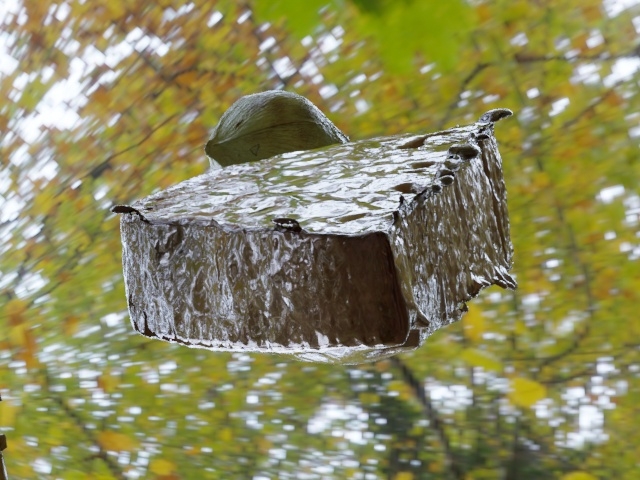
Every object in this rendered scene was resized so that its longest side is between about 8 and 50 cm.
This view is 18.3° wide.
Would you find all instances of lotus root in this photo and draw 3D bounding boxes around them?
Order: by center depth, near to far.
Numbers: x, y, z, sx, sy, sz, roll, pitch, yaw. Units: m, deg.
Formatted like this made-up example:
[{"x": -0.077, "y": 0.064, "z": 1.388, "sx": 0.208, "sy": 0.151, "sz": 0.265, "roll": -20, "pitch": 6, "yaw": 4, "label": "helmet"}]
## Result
[{"x": 0.000, "y": 0.000, "z": 0.860, "sx": 0.170, "sy": 0.261, "sz": 0.074, "roll": -3, "pitch": -80, "yaw": 22, "label": "lotus root"}]

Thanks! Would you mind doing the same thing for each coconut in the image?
[{"x": -0.029, "y": -0.051, "z": 1.228, "sx": 0.096, "sy": 0.088, "sz": 0.088, "roll": 7, "pitch": -97, "yaw": -34, "label": "coconut"}]

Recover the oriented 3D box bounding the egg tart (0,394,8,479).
[{"x": -0.287, "y": 0.160, "z": 1.064, "sx": 0.118, "sy": 0.288, "sz": 0.288, "roll": 19, "pitch": -100, "yaw": -40, "label": "egg tart"}]
